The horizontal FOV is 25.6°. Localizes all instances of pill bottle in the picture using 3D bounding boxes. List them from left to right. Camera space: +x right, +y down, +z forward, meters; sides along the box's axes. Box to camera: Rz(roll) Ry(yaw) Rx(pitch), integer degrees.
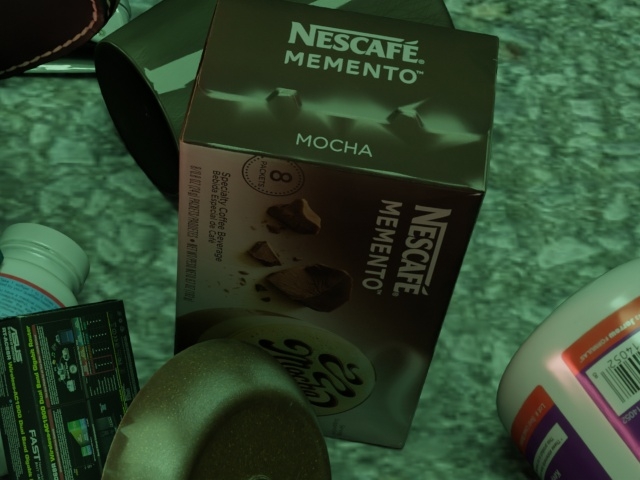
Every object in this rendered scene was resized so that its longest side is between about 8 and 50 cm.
[{"bbox_3d":[-0.212,0.069,0.935,0.087,0.087,0.160,17,54,4],"label":"pill bottle"},{"bbox_3d":[0.264,0.171,0.867,0.182,0.181,0.323,-23,61,-22],"label":"pill bottle"}]

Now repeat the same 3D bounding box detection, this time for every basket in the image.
[{"bbox_3d":[-0.042,-0.140,1.075,0.227,0.154,0.204,-30,62,-21],"label":"basket"}]

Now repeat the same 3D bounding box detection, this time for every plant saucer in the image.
[{"bbox_3d":[-0.049,0.158,0.833,0.036,0.198,0.198,0,44,38],"label":"plant saucer"}]

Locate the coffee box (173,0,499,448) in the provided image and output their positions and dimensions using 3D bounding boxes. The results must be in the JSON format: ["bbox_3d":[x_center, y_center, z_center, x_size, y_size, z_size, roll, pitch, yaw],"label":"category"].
[{"bbox_3d":[0.000,0.000,0.883,0.168,0.297,0.118,10,54,-1],"label":"coffee box"}]

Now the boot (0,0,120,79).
[{"bbox_3d":[-0.297,-0.048,0.798,0.378,0.138,0.284,-10,48,8],"label":"boot"}]

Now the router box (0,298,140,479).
[{"bbox_3d":[-0.158,0.103,0.890,0.092,0.038,0.122,-7,85,-55],"label":"router box"}]

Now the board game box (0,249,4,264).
[{"bbox_3d":[-0.405,0.061,0.872,0.336,0.079,0.253,9,52,18],"label":"board game box"}]

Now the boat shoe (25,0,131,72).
[{"bbox_3d":[-0.259,-0.169,1.102,0.226,0.083,0.075,-4,54,-12],"label":"boat shoe"}]
